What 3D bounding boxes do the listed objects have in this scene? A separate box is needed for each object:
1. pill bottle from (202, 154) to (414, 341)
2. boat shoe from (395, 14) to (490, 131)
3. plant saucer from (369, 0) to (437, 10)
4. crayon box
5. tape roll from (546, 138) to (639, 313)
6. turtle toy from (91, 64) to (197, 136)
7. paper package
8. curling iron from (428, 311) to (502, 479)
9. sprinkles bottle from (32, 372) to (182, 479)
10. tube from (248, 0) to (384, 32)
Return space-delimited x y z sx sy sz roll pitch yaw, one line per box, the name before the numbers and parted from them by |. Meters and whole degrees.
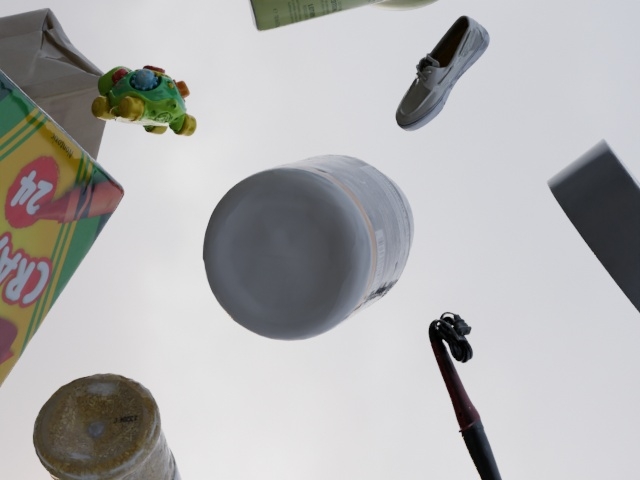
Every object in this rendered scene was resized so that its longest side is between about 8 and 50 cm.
pill bottle | 0.000 0.000 1.704 0.278 0.162 0.162 -24 110 -75
boat shoe | 0.087 -0.129 1.339 0.100 0.035 0.035 -49 -132 5
plant saucer | 0.058 -0.354 1.856 0.241 0.037 0.241 15 -60 27
crayon box | -0.273 0.047 1.122 0.081 0.318 0.202 28 -9 25
tape roll | 0.312 0.008 1.693 0.072 0.219 0.219 -37 -130 11
turtle toy | -0.191 -0.151 1.850 0.130 0.095 0.066 8 -95 48
paper package | -0.437 -0.090 2.146 0.168 0.309 0.325 46 -43 29
curling iron | 0.183 0.215 2.127 0.068 0.035 0.274 136 -57 -61
sprinkles bottle | -0.181 0.277 1.712 0.355 0.121 0.121 79 -13 -50
tube | 0.053 -0.240 1.541 0.070 0.240 0.062 -118 -167 -77
